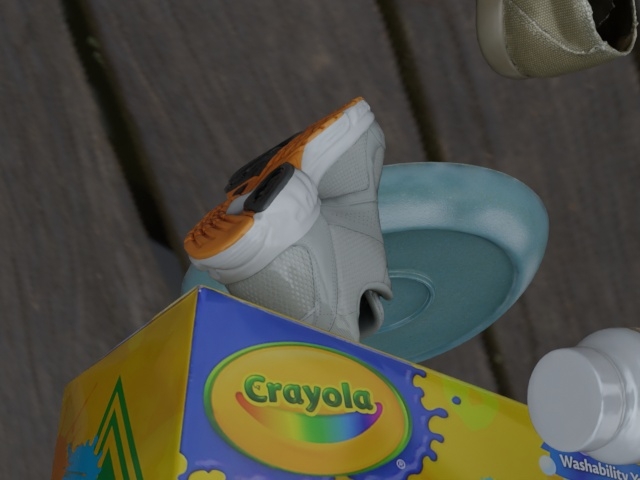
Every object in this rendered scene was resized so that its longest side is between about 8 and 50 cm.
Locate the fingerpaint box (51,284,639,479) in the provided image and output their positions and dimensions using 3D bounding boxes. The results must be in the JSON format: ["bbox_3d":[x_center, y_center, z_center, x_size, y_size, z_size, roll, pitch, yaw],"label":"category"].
[{"bbox_3d":[0.069,0.276,1.050,0.445,0.163,0.371,22,55,-26],"label":"fingerpaint box"}]

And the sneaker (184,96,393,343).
[{"bbox_3d":[0.000,0.000,1.220,0.099,0.262,0.121,-30,100,24],"label":"sneaker"}]

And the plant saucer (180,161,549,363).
[{"bbox_3d":[0.042,0.039,1.639,0.317,0.044,0.317,-10,150,-6],"label":"plant saucer"}]

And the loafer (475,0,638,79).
[{"bbox_3d":[0.081,-0.120,0.602,0.056,0.050,0.148,-25,121,-48],"label":"loafer"}]

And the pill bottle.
[{"bbox_3d":[0.160,0.075,0.959,0.120,0.067,0.067,0,107,-40],"label":"pill bottle"}]
